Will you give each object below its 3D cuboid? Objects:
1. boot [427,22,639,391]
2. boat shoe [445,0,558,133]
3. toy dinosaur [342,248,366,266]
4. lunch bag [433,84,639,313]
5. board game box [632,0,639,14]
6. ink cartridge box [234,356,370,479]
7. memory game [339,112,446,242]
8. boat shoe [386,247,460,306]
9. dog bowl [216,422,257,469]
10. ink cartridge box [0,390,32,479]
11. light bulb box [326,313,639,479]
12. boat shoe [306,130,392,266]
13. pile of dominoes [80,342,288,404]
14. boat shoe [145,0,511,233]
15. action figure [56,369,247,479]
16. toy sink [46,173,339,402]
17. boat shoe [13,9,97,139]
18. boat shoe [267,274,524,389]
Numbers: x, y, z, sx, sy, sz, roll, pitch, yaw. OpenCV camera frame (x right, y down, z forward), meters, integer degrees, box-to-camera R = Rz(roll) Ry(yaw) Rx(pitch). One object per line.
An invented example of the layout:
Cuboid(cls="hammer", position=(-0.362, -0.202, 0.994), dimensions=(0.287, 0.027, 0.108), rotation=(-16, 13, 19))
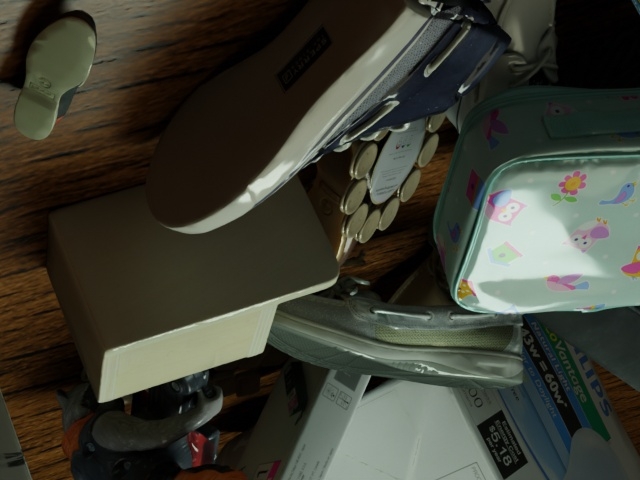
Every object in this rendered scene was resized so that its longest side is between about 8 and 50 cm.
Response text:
Cuboid(cls="boot", position=(0.373, -0.017, 1.863), dimensions=(0.367, 0.146, 0.445), rotation=(-36, 138, 20))
Cuboid(cls="boat shoe", position=(0.172, -0.162, 1.570), dimensions=(0.096, 0.088, 0.267), rotation=(-20, 152, -22))
Cuboid(cls="toy dinosaur", position=(0.000, 0.000, 1.836), dimensions=(0.092, 0.053, 0.183), rotation=(0, 143, -16))
Cuboid(cls="lunch bag", position=(0.253, -0.043, 1.589), dimensions=(0.279, 0.108, 0.224), rotation=(-4, 136, -14))
Cuboid(cls="board game box", position=(0.246, -0.253, 1.252), dimensions=(0.079, 0.254, 0.336), rotation=(-26, 157, 5))
Cuboid(cls="ink cartridge box", position=(-0.054, 0.230, 2.011), dimensions=(0.060, 0.275, 0.239), rotation=(35, 153, -21))
Cuboid(cls="memory game", position=(0.069, -0.081, 1.630), dimensions=(0.186, 0.012, 0.186), rotation=(-50, 156, -31))
Cuboid(cls="boat shoe", position=(0.166, 0.025, 1.969), dimensions=(0.302, 0.109, 0.098), rotation=(-40, 148, 20))
Cuboid(cls="dog bowl", position=(0.034, 0.348, 2.246), dimensions=(0.349, 0.349, 0.102), rotation=(7, 130, -51))
Cuboid(cls="ink cartridge box", position=(-0.374, 0.253, 1.809), dimensions=(0.139, 0.191, 0.082), rotation=(-17, 157, -17))
Cuboid(cls="light bulb box", position=(0.217, 0.299, 2.145), dimensions=(0.225, 0.358, 0.361), rotation=(-29, 177, 33))
Cuboid(cls="boat shoe", position=(0.028, -0.042, 1.697), dimensions=(0.073, 0.073, 0.207), rotation=(-22, 150, -35))
Cuboid(cls="pile of dominoes", position=(-0.154, 0.125, 1.979), dimensions=(0.251, 0.040, 0.196), rotation=(-2, 150, -26))
Cuboid(cls="boat shoe", position=(0.011, -0.110, 1.485), dimensions=(0.340, 0.127, 0.158), rotation=(-39, 146, 29))
Cuboid(cls="action figure", position=(-0.165, 0.227, 1.813), dimensions=(0.178, 0.330, 0.341), rotation=(-23, 131, -33))
Cuboid(cls="toy sink", position=(-0.122, 0.033, 1.637), dimensions=(0.234, 0.153, 0.131), rotation=(-18, 156, -18))
Cuboid(cls="boat shoe", position=(-0.200, -0.133, 1.343), dimensions=(0.137, 0.049, 0.043), rotation=(-56, -176, 47))
Cuboid(cls="boat shoe", position=(0.076, 0.090, 1.872), dimensions=(0.320, 0.103, 0.118), rotation=(11, 166, -20))
